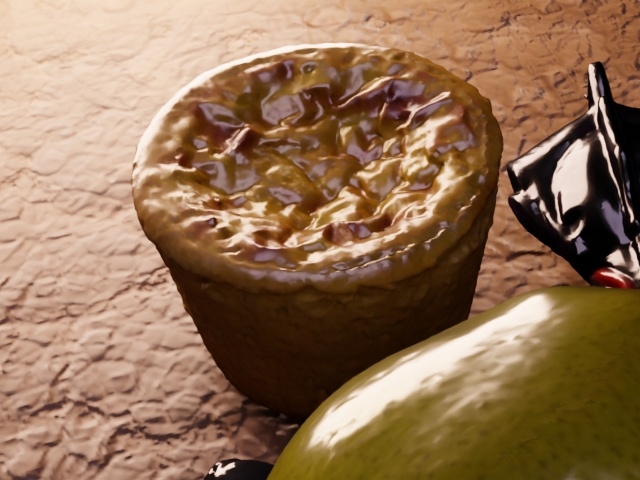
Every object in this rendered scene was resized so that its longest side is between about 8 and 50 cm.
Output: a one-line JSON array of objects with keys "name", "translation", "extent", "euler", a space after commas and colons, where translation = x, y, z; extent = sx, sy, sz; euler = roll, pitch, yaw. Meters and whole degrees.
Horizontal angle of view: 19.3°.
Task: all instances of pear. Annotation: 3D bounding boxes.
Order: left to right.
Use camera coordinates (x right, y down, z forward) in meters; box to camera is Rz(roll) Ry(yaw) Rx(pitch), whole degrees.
[{"name": "pear", "translation": [0.095, 0.165, 0.788], "extent": [0.294, 0.294, 0.294], "euler": [-2, 45, 2]}]

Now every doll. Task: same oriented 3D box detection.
[{"name": "doll", "translation": [0.177, 0.006, 1.072], "extent": [0.127, 0.088, 0.249], "euler": [4, 51, -21]}]

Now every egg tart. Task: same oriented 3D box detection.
[{"name": "egg tart", "translation": [0.000, 0.000, 1.040], "extent": [0.202, 0.147, 0.202], "euler": [-2, 46, 2]}]

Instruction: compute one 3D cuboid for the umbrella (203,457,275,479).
[{"name": "umbrella", "translation": [-0.082, 0.233, 0.848], "extent": [0.106, 0.113, 0.358], "euler": [26, 42, -7]}]
